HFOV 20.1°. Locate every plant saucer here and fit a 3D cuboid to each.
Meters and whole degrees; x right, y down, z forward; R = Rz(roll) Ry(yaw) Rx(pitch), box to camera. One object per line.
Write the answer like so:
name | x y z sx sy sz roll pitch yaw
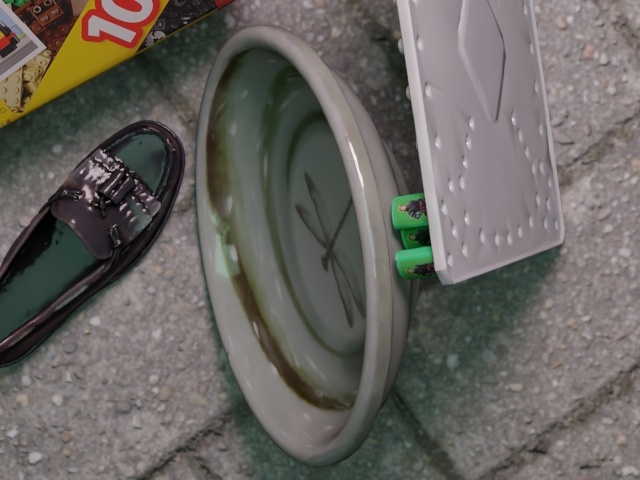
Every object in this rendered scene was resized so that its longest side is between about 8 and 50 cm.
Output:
plant saucer | 0.000 0.000 1.637 0.100 0.400 0.400 -10 93 -23

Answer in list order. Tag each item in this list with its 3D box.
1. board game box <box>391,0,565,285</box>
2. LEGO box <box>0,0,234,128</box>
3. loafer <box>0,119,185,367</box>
board game box | 0.123 -0.170 1.607 0.050 0.390 0.390 -7 92 22
LEGO box | -0.355 -0.295 1.619 0.500 0.193 0.372 -29 128 4
loafer | -0.243 0.010 1.764 0.109 0.095 0.302 42 94 -1
